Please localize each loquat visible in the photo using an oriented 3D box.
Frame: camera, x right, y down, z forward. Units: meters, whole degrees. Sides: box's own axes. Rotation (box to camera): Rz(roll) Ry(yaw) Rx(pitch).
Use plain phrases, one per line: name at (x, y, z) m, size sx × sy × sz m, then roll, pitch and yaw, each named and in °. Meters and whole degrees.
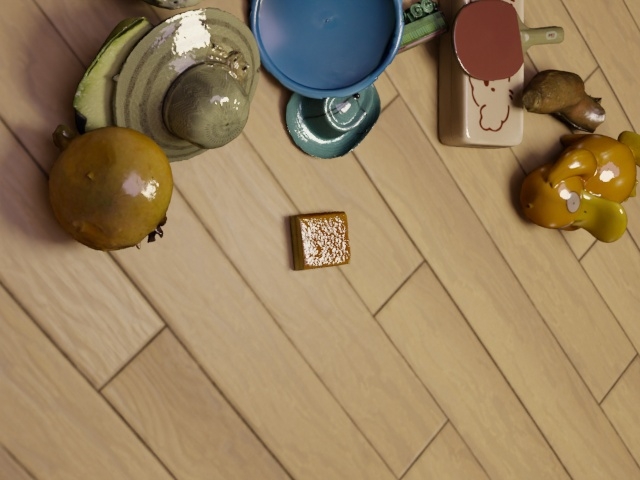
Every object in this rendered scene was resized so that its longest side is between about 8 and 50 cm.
loquat at (-0.289, -0.077, 1.481) m, size 0.204 × 0.149 × 0.172 m, roll 45°, pitch 107°, yaw -3°

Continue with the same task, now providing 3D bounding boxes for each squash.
squash at (-0.278, -0.222, 1.539) m, size 0.184 × 0.085 × 0.192 m, roll -44°, pitch 141°, yaw 1°

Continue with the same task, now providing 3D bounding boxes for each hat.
hat at (-0.160, -0.190, 1.521) m, size 0.252 × 0.110 × 0.252 m, roll -27°, pitch 140°, yaw -26°
hat at (0.035, -0.219, 1.737) m, size 0.191 × 0.078 × 0.138 m, roll -47°, pitch 111°, yaw -24°

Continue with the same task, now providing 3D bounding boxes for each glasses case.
glasses case at (0.282, -0.331, 1.900) m, size 0.144 × 0.076 × 0.336 m, roll -1°, pitch 91°, yaw -34°

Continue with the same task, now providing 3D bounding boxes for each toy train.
toy train at (0.149, -0.360, 1.834) m, size 0.148 × 0.038 × 0.071 m, roll -27°, pitch 97°, yaw -29°

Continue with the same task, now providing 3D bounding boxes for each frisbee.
frisbee at (0.010, -0.340, 1.676) m, size 0.242 × 0.045 × 0.242 m, roll 2°, pitch 102°, yaw 9°

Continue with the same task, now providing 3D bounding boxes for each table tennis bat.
table tennis bat at (0.323, -0.347, 1.872) m, size 0.247 × 0.022 × 0.138 m, roll -10°, pitch 96°, yaw -30°

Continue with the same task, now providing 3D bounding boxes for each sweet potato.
sweet potato at (0.438, -0.256, 1.958) m, size 0.286 × 0.085 × 0.112 m, roll 2°, pitch 55°, yaw -59°

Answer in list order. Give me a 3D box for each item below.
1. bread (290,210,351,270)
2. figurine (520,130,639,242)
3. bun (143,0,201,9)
bread at (0.000, 0.000, 1.740) m, size 0.094 × 0.035 × 0.090 m, roll -7°, pitch 93°, yaw -33°
figurine at (0.483, -0.103, 1.989) m, size 0.215 × 0.215 × 0.228 m, roll 52°, pitch 50°, yaw -22°
bun at (-0.215, -0.455, 1.512) m, size 0.152 × 0.259 × 0.259 m, roll 37°, pitch 65°, yaw 21°
